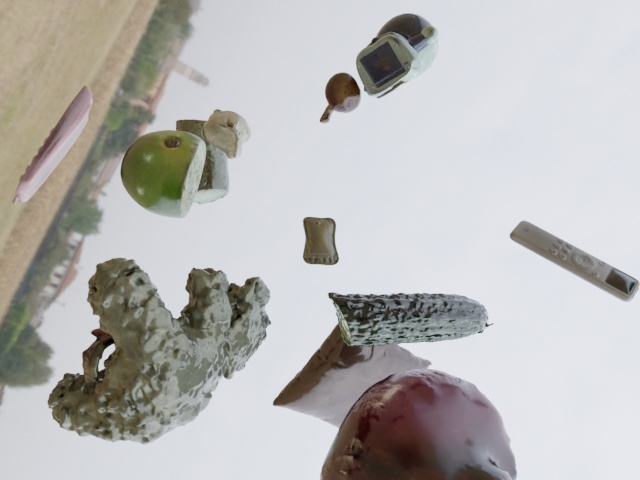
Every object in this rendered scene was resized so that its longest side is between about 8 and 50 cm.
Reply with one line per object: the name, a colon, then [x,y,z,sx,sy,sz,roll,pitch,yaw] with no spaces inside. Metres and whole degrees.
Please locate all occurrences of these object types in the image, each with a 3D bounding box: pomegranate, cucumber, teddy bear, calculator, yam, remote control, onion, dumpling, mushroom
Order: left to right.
calculator: [-0.669,-0.226,1.500,0.329,0.048,0.220,-62,-160,-17]
pomegranate: [-0.345,-0.153,1.321,0.241,0.159,0.189,-78,-177,-84]
teddy bear: [-0.242,0.182,1.045,0.368,0.224,0.357,-21,143,-56]
yam: [-0.365,-0.253,1.859,0.161,0.161,0.267,-16,-104,62]
dumpling: [-0.255,-0.293,1.654,0.118,0.136,0.199,-26,-139,-8]
mushroom: [0.043,-0.320,1.382,0.129,0.088,0.072,-59,-150,21]
cucumber: [0.134,0.106,0.840,0.077,0.265,0.077,180,-90,-69]
onion: [0.217,0.435,1.070,0.420,0.399,0.398,-14,-127,67]
remote control: [0.510,0.036,1.206,0.067,0.261,0.029,-39,151,-35]

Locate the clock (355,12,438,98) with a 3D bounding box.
clock: [0.183,-0.427,1.362,0.200,0.146,0.243,-30,-166,36]

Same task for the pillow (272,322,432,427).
pillow: [0.084,0.359,1.521,0.305,0.308,0.108,-51,-152,12]

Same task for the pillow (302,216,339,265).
pillow: [0.000,0.000,2.152,0.033,0.130,0.217,101,-10,-51]
